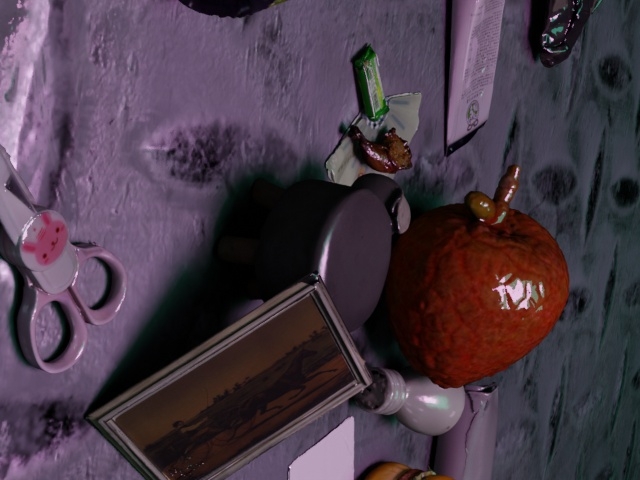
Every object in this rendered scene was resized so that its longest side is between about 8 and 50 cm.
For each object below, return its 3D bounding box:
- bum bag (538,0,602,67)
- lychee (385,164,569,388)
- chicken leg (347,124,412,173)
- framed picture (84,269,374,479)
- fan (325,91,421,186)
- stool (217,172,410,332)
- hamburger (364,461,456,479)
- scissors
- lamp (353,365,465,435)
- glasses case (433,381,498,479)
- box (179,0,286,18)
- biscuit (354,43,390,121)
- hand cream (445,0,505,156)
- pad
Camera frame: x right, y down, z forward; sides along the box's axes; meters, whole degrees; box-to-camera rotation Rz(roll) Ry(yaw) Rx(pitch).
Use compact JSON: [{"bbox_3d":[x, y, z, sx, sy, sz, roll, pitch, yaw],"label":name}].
[{"bbox_3d":[0.443,-0.440,1.639,0.340,0.095,0.144,-53,148,-25],"label":"bum bag"},{"bbox_3d":[0.208,0.050,1.290,0.255,0.255,0.300,-22,141,-53],"label":"lychee"},{"bbox_3d":[0.079,-0.111,1.211,0.145,0.037,0.062,-7,86,-59],"label":"chicken leg"},{"bbox_3d":[-0.076,0.157,0.964,0.252,0.014,0.197,-32,136,-5],"label":"framed picture"},{"bbox_3d":[0.075,-0.124,1.244,0.240,0.009,0.131,-41,135,-44],"label":"fan"},{"bbox_3d":[0.000,0.009,1.045,0.228,0.139,0.153,-18,116,-56],"label":"stool"},{"bbox_3d":[0.135,0.439,1.372,0.246,0.170,0.246,-21,115,-55],"label":"hamburger"},{"bbox_3d":[-0.230,0.001,0.781,0.118,0.030,0.242,-55,145,-32],"label":"scissors"},{"bbox_3d":[0.126,0.216,1.356,0.193,0.106,0.106,18,85,-51],"label":"lamp"},{"bbox_3d":[0.233,0.371,1.592,0.128,0.083,0.308,-9,108,-63],"label":"glasses case"},{"bbox_3d":[0.009,-0.298,0.962,0.345,0.134,0.097,-34,124,-49],"label":"box"},{"bbox_3d":[0.061,-0.189,1.184,0.046,0.016,0.089,-47,132,-45],"label":"biscuit"},{"bbox_3d":[0.218,-0.290,1.373,0.121,0.076,0.336,-32,133,-43],"label":"hand cream"},{"bbox_3d":[0.004,0.364,1.298,0.156,0.004,0.232,-28,123,-52],"label":"pad"}]
